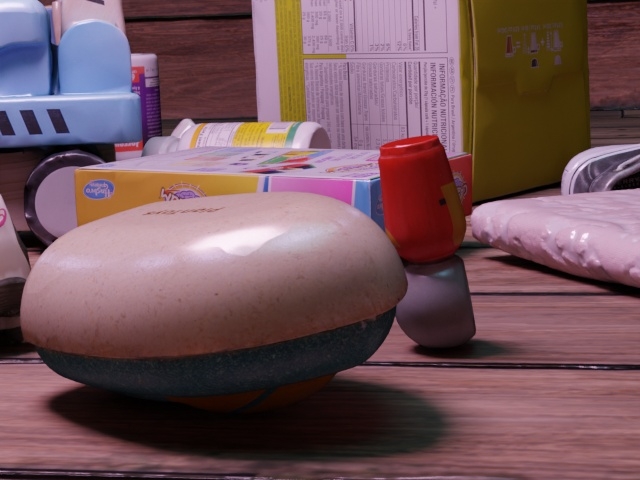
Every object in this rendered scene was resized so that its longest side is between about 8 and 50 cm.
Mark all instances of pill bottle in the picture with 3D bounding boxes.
[{"bbox_3d":[-0.274,-0.160,2.040,0.108,0.193,0.108,-3,9,0],"label":"pill bottle"},{"bbox_3d":[-0.098,-0.078,1.708,0.208,0.117,0.117,1,9,18],"label":"pill bottle"}]

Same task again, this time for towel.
[{"bbox_3d":[0.349,-0.003,1.318,0.317,0.053,0.332,-5,9,-25],"label":"towel"}]

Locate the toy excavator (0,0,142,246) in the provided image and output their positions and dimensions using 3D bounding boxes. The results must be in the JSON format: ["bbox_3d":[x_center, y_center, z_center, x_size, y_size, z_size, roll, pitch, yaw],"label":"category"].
[{"bbox_3d":[-0.273,-0.221,1.598,0.433,0.445,0.222,-4,9,-8],"label":"toy excavator"}]

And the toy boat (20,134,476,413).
[{"bbox_3d":[-0.013,0.035,0.938,0.318,0.148,0.267,-20,13,-41],"label":"toy boat"}]

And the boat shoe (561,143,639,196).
[{"bbox_3d":[0.431,-0.066,1.584,0.335,0.121,0.119,-15,19,-10],"label":"boat shoe"}]

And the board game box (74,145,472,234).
[{"bbox_3d":[-0.041,-0.047,1.440,0.317,0.064,0.242,4,10,28],"label":"board game box"}]

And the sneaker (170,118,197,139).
[{"bbox_3d":[-0.187,-0.092,1.827,0.232,0.115,0.090,-7,10,-28],"label":"sneaker"}]

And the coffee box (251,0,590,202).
[{"bbox_3d":[0.141,-0.239,1.973,0.334,0.338,0.338,4,12,37],"label":"coffee box"}]

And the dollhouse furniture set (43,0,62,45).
[{"bbox_3d":[-0.425,-0.146,1.767,0.198,0.286,0.303,-4,16,16],"label":"dollhouse furniture set"}]

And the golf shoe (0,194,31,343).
[{"bbox_3d":[-0.314,0.014,1.153,0.273,0.120,0.105,3,12,41],"label":"golf shoe"}]
